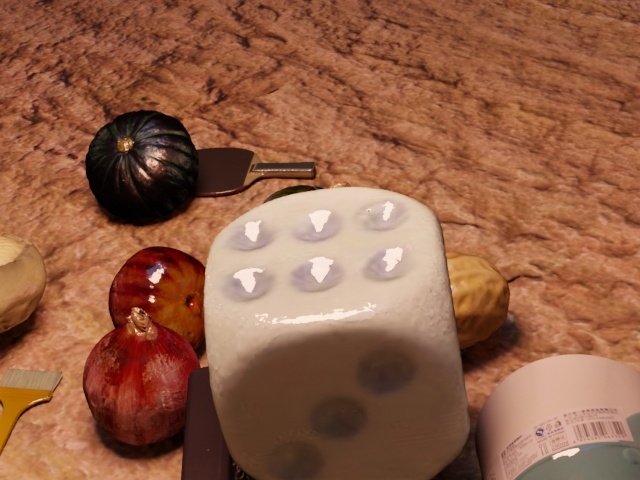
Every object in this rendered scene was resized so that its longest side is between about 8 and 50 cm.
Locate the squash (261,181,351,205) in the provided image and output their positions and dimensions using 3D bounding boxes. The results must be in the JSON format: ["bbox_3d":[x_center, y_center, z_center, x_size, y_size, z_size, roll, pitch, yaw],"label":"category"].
[{"bbox_3d":[-0.002,0.005,1.747,0.218,0.172,0.218,-7,21,3],"label":"squash"}]

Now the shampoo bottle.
[{"bbox_3d":[-0.123,0.238,1.449,0.071,0.098,0.309,-16,40,11],"label":"shampoo bottle"}]

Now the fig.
[{"bbox_3d":[-0.233,0.073,1.690,0.202,0.149,0.148,38,7,29],"label":"fig"}]

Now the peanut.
[{"bbox_3d":[0.110,0.108,1.614,0.305,0.147,0.147,-18,36,-21],"label":"peanut"}]

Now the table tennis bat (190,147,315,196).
[{"bbox_3d":[-0.144,-0.120,2.087,0.274,0.021,0.154,0,35,10],"label":"table tennis bat"}]

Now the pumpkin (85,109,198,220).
[{"bbox_3d":[-0.295,-0.123,1.987,0.194,0.150,0.194,-11,39,9],"label":"pumpkin"}]

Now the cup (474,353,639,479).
[{"bbox_3d":[0.258,0.289,1.288,0.289,0.219,0.257,-28,31,16],"label":"cup"}]

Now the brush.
[{"bbox_3d":[-0.414,0.239,1.598,0.083,0.011,0.205,4,36,10],"label":"brush"}]

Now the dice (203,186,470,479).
[{"bbox_3d":[0.022,0.112,1.360,0.268,0.262,0.264,-6,35,5],"label":"dice"}]

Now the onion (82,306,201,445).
[{"bbox_3d":[-0.226,0.162,1.527,0.159,0.195,0.159,1,43,-1],"label":"onion"}]

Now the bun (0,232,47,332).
[{"bbox_3d":[-0.534,0.088,1.719,0.287,0.146,0.287,-7,20,2],"label":"bun"}]
